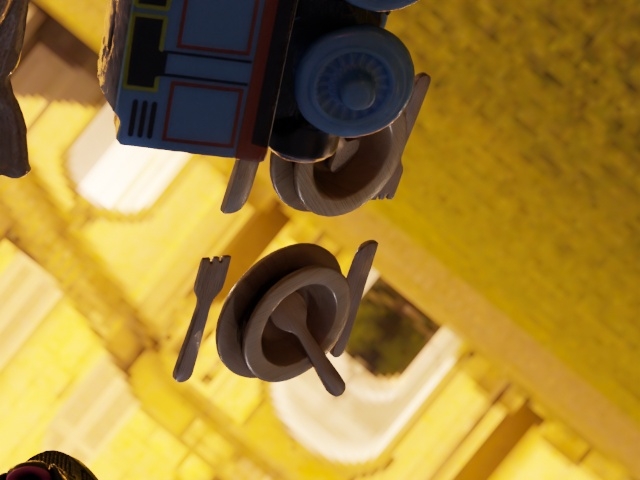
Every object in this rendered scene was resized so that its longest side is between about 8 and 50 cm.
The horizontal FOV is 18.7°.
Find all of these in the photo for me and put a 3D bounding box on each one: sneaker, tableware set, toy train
[{"bbox_3d":[-0.155,0.153,1.103,0.178,0.072,0.077,-118,16,-70],"label":"sneaker"},{"bbox_3d":[0.000,0.000,1.057,0.128,0.194,0.039,-7,-146,-41],"label":"tableware set"},{"bbox_3d":[-0.013,-0.110,0.644,0.105,0.184,0.080,5,-150,-13],"label":"toy train"}]

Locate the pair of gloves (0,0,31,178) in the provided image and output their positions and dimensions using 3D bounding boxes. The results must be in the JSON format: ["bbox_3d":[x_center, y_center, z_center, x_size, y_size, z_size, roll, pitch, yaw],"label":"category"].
[{"bbox_3d":[-0.178,-0.129,0.542,0.240,0.204,0.042,15,-156,17],"label":"pair of gloves"}]
